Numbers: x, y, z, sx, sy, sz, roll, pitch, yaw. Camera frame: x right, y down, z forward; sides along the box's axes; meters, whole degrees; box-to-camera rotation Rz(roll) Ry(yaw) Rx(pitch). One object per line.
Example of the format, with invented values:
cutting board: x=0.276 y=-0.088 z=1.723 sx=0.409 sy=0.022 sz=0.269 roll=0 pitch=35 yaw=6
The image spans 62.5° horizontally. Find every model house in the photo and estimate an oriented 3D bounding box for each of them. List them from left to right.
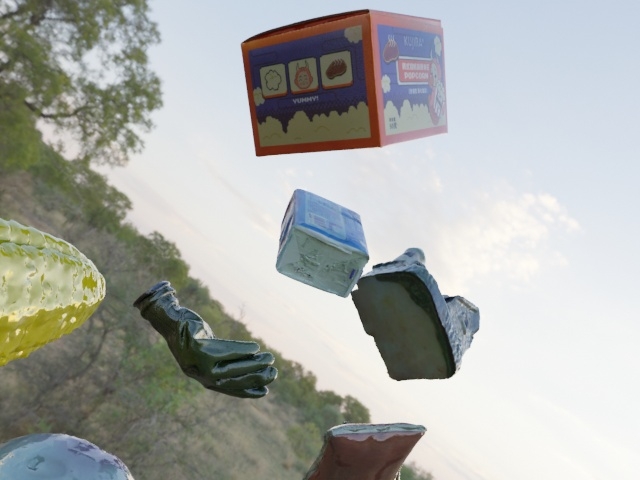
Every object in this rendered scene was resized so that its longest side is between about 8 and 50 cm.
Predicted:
model house: x=0.271 y=0.173 z=1.396 sx=0.243 sy=0.284 sz=0.298 roll=-16 pitch=-82 yaw=39

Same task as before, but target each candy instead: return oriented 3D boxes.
candy: x=-0.209 y=0.032 z=0.327 sx=0.094 sy=0.106 sz=0.199 roll=30 pitch=3 yaw=12

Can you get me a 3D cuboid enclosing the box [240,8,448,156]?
box: x=0.065 y=-0.333 z=1.147 sx=0.319 sy=0.349 sz=0.256 roll=1 pitch=-75 yaw=36

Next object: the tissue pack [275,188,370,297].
tissue pack: x=0.000 y=0.000 z=1.304 sx=0.198 sy=0.146 sz=0.263 roll=23 pitch=20 yaw=-11

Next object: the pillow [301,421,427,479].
pillow: x=0.067 y=0.348 z=0.855 sx=0.075 sy=0.172 sz=0.179 roll=-104 pitch=-156 yaw=-50

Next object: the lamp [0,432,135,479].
lamp: x=-0.238 y=0.250 z=0.321 sx=0.301 sy=0.247 sz=0.247 roll=-92 pitch=162 yaw=-71

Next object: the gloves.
gloves: x=-0.195 y=0.177 z=0.880 sx=0.268 sy=0.107 sz=0.135 roll=36 pitch=-15 yaw=-4
